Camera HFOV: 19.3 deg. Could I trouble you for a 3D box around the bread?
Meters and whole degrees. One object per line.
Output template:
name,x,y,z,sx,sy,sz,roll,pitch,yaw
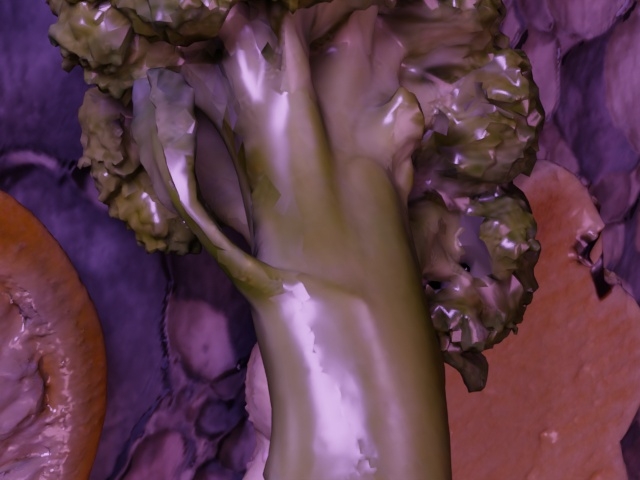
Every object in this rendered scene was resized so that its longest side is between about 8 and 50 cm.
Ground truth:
bread,0.066,0.106,0.979,0.316,0.054,0.316,-14,111,-41

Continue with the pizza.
pizza,-0.194,0.066,0.740,0.262,0.034,0.181,-23,117,-36

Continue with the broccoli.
broccoli,-0.008,-0.014,0.783,0.254,0.186,0.302,2,83,-65
